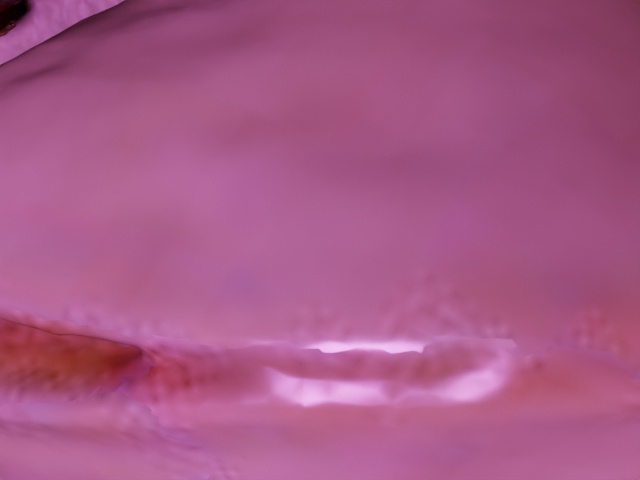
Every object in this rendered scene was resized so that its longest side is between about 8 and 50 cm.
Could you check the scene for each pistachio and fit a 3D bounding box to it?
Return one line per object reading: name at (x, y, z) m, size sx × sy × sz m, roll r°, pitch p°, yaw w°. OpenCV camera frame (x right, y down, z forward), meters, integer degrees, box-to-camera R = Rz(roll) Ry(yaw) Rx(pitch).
pistachio at (0.000, 0.000, 0.520) m, size 0.445 × 0.365 × 0.282 m, roll 6°, pitch 104°, yaw 36°

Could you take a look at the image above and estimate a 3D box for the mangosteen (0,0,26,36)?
mangosteen at (-0.211, -0.173, 0.622) m, size 0.166 × 0.166 × 0.180 m, roll 37°, pitch 129°, yaw -1°
